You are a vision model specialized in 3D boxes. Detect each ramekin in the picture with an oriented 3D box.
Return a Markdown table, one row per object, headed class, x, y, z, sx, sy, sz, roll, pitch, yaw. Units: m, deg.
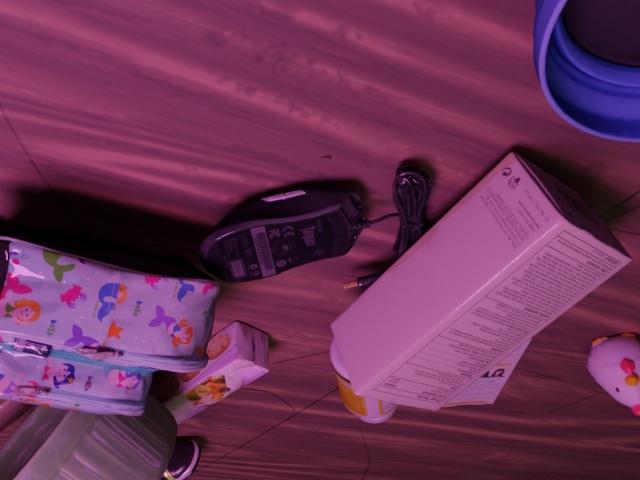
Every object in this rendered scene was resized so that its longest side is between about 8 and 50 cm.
| class | x | y | z | sx | sy | sz | roll | pitch | yaw |
| --- | --- | --- | --- | --- | --- | --- | --- | --- | --- |
| ramekin | -0.329 | 0.305 | 0.842 | 0.148 | 0.303 | 0.303 | 43 | 123 | -15 |

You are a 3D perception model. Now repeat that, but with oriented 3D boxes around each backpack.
| class | x | y | z | sx | sy | sz | roll | pitch | yaw |
| --- | --- | --- | --- | --- | --- | --- | --- | --- | --- |
| backpack | -0.240 | 0.084 | 0.687 | 0.254 | 0.190 | 0.225 | 7 | 173 | -24 |

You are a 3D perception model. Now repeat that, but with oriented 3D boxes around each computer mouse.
| class | x | y | z | sx | sy | sz | roll | pitch | yaw |
| --- | --- | --- | --- | --- | --- | --- | --- | --- | --- |
| computer mouse | 0.000 | 0.000 | 0.742 | 0.262 | 0.060 | 0.184 | -17 | 140 | -1 |

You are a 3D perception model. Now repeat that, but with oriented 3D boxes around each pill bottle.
| class | x | y | z | sx | sy | sz | roll | pitch | yaw |
| --- | --- | --- | --- | --- | --- | --- | --- | --- | --- |
| pill bottle | 0.074 | 0.203 | 0.959 | 0.103 | 0.103 | 0.184 | -9 | 141 | 2 |

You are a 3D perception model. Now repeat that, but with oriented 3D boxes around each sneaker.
| class | x | y | z | sx | sy | sz | roll | pitch | yaw |
| --- | --- | --- | --- | --- | --- | --- | --- | --- | --- |
| sneaker | -0.336 | 0.398 | 1.153 | 0.235 | 0.084 | 0.097 | -11 | 140 | 5 |

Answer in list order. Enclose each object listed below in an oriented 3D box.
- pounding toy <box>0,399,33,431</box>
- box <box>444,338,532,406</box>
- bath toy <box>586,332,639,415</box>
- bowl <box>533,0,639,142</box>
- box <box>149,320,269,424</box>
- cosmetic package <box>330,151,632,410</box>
| class | x | y | z | sx | sy | sz | roll | pitch | yaw |
| --- | --- | --- | --- | --- | --- | --- | --- | --- | --- |
| pounding toy | -0.432 | 0.177 | 0.829 | 0.183 | 0.237 | 0.110 | -44 | 88 | 8 |
| box | 0.241 | 0.174 | 0.981 | 0.101 | 0.060 | 0.244 | -2 | 141 | -6 |
| bath toy | 0.598 | 0.176 | 0.983 | 0.349 | 0.129 | 0.151 | -18 | 140 | 14 |
| bowl | 0.344 | -0.204 | 0.450 | 0.392 | 0.077 | 0.391 | -7 | 157 | -3 |
| box | -0.207 | 0.226 | 0.977 | 0.324 | 0.067 | 0.063 | -34 | 133 | 31 |
| cosmetic package | 0.176 | 0.063 | 0.747 | 0.160 | 0.113 | 0.309 | 22 | 124 | -39 |
